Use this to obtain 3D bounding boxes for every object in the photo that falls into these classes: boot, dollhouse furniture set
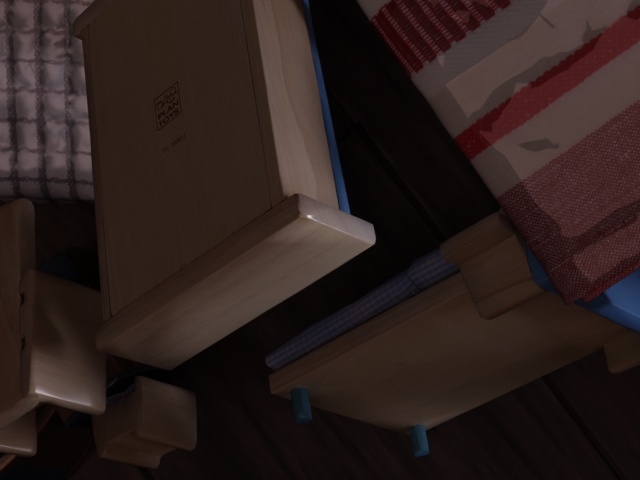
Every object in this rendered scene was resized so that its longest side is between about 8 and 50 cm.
[{"bbox_3d":[-0.197,0.102,0.825,0.219,0.082,0.106,-37,65,18],"label":"boot"},{"bbox_3d":[0.000,0.000,0.719,0.286,0.303,0.198,-32,53,33],"label":"dollhouse furniture set"}]

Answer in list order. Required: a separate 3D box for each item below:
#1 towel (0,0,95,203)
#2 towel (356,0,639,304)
[{"bbox_3d":[-0.202,-0.166,0.764,0.235,0.121,0.284,0,101,6],"label":"towel"},{"bbox_3d":[0.117,-0.169,0.570,0.237,0.037,0.329,-35,81,13],"label":"towel"}]
